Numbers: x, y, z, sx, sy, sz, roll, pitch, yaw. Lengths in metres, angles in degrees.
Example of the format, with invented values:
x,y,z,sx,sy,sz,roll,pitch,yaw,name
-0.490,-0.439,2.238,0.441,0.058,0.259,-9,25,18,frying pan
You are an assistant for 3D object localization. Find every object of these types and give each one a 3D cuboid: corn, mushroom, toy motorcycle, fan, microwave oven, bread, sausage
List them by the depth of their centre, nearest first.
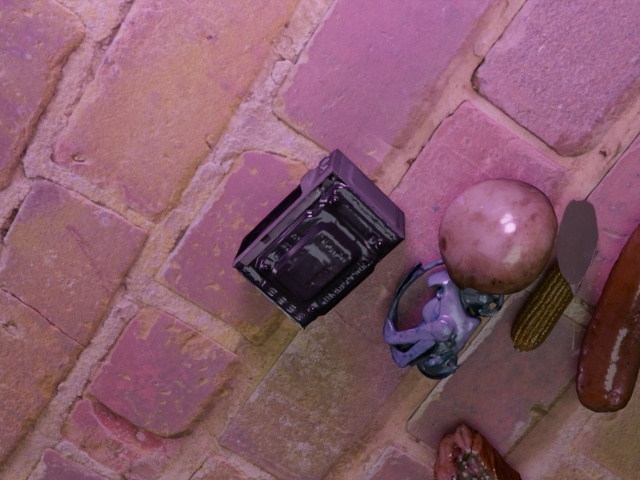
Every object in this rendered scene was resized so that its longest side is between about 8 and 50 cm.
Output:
x,y,z,sx,sy,sz,roll,pitch,yaw,name
0.351,-0.005,1.686,0.255,0.184,0.255,-4,83,31,mushroom
0.518,0.070,1.711,0.010,0.182,0.310,6,96,44,fan
0.000,0.000,1.724,0.237,0.181,0.295,43,108,-11,microwave oven
0.645,0.140,1.755,0.123,0.136,0.501,4,112,-26,sausage
0.483,0.138,1.796,0.080,0.080,0.238,28,107,-7,corn
0.249,0.159,1.797,0.206,0.154,0.260,36,104,15,toy motorcycle
0.377,0.637,1.890,0.191,0.314,0.370,-35,110,25,bread
